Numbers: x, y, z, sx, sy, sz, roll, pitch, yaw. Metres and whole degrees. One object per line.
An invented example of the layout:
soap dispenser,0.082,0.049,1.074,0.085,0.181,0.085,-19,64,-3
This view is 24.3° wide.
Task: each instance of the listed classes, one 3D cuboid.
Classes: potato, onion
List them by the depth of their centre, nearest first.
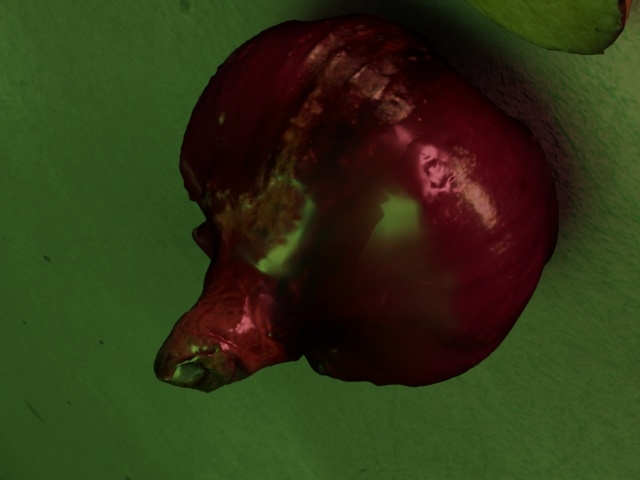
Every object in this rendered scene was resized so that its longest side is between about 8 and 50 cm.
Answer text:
potato,0.163,-0.292,1.216,0.239,0.116,0.299,15,150,44
onion,0.000,0.000,1.446,0.398,0.420,0.398,23,132,28
